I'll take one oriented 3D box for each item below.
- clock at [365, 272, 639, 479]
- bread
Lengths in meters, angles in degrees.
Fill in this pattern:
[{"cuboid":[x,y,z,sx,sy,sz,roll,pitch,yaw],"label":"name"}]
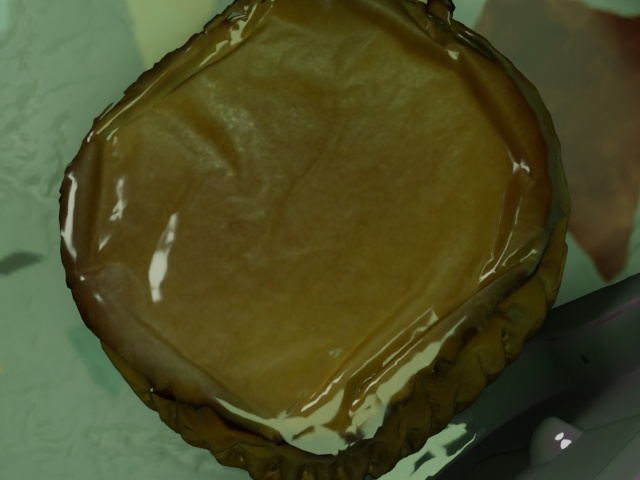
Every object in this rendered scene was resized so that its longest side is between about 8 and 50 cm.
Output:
[{"cuboid":[0.057,0.145,0.592,0.338,0.338,0.102,-41,95,-1],"label":"clock"},{"cuboid":[0.000,0.001,0.663,0.199,0.104,0.199,-1,70,3],"label":"bread"}]
